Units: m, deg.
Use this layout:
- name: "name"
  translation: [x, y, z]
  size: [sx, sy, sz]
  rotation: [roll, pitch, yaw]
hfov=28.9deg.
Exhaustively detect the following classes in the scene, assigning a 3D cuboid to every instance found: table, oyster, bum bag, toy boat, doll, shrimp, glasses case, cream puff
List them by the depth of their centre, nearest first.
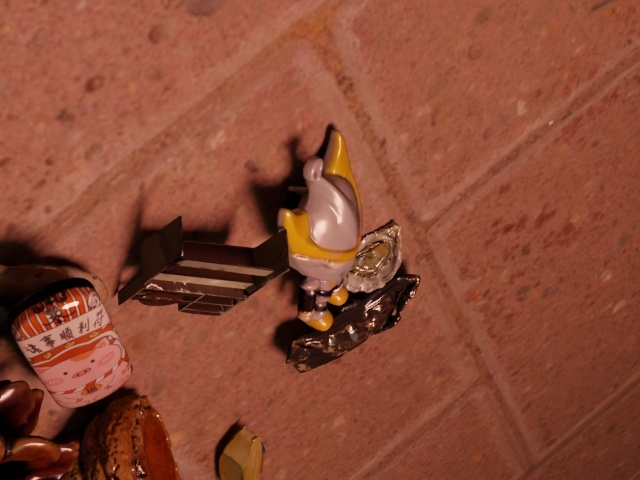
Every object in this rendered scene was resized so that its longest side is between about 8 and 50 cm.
- name: "shrimp"
  translation: [-0.350, 0.077, 1.399]
  size: [0.254, 0.059, 0.145]
  rotation: [4, 134, -52]
- name: "glasses case"
  translation: [-0.280, 0.121, 1.410]
  size: [0.103, 0.067, 0.266]
  rotation: [-28, 156, -10]
- name: "table"
  translation: [-0.145, 0.033, 1.503]
  size: [0.146, 0.062, 0.175]
  rotation: [8, 157, -33]
- name: "doll"
  translation: [-0.002, 0.004, 1.618]
  size: [0.145, 0.103, 0.316]
  rotation: [-33, 150, -21]
- name: "cream puff"
  translation: [-0.288, 0.306, 1.634]
  size: [0.169, 0.183, 0.183]
  rotation: [-16, 145, 7]
- name: "oyster"
  translation: [0.066, 0.025, 1.771]
  size: [0.100, 0.037, 0.098]
  rotation: [-9, 117, -10]
- name: "bum bag"
  translation: [0.046, 0.121, 1.811]
  size: [0.248, 0.069, 0.102]
  rotation: [-27, 171, -25]
- name: "toy boat"
  translation: [-0.117, 0.345, 1.902]
  size: [0.066, 0.065, 0.172]
  rotation: [-41, 153, -37]

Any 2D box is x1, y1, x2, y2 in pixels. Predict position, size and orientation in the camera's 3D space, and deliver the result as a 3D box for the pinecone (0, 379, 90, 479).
- name: "pinecone"
  translation: [-0.424, 0.354, 1.381]
  size: [0.398, 0.397, 0.397]
  rotation: [-26, 142, -22]
